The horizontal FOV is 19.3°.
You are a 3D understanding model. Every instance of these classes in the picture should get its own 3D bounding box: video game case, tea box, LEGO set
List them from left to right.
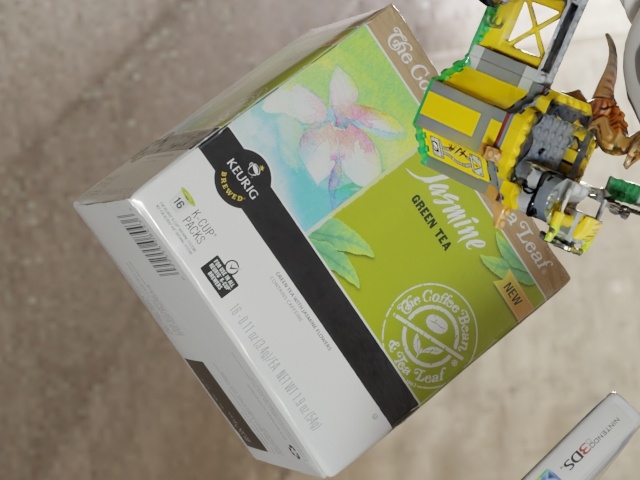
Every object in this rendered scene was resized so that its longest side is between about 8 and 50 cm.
[{"bbox_3d":[0.000,0.000,1.827,0.329,0.323,0.220,55,-18,-12],"label":"tea box"},{"bbox_3d":[0.095,0.276,1.405,0.036,0.300,0.329,43,-24,14],"label":"video game case"},{"bbox_3d":[0.227,-0.075,0.936,0.331,0.192,0.255,26,92,-48],"label":"LEGO set"}]

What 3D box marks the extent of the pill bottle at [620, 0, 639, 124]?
[{"bbox_3d":[0.109,-0.022,0.392,0.078,0.078,0.137,64,9,-63],"label":"pill bottle"}]
